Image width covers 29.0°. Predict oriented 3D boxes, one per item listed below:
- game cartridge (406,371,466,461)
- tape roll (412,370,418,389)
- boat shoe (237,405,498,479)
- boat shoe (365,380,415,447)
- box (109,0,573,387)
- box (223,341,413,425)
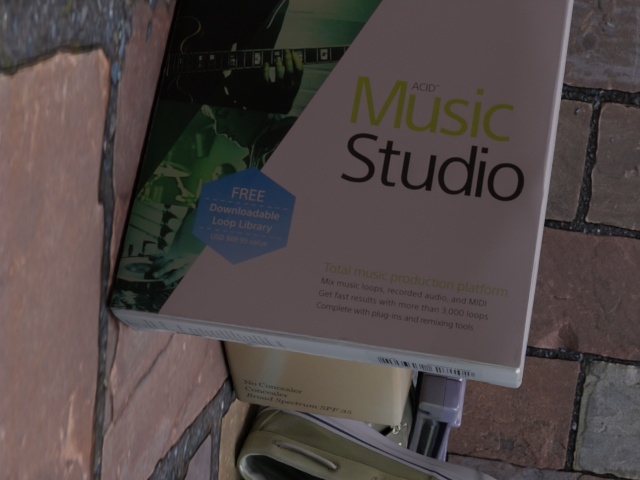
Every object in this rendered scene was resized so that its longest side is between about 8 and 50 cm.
[{"bbox_3d":[0.156,0.163,1.590,0.355,0.068,0.230,90,14,-65],"label":"game cartridge"},{"bbox_3d":[0.102,0.178,1.791,0.189,0.080,0.189,7,90,-80],"label":"tape roll"},{"bbox_3d":[0.065,0.238,1.071,0.094,0.302,0.109,-52,164,-50],"label":"boat shoe"},{"bbox_3d":[0.053,0.247,1.490,0.305,0.109,0.091,92,6,-47],"label":"boat shoe"},{"bbox_3d":[0.025,-0.089,0.732,0.058,0.232,0.322,71,28,-70],"label":"box"},{"bbox_3d":[0.000,0.000,0.915,0.311,0.148,0.121,82,19,-51],"label":"box"}]
